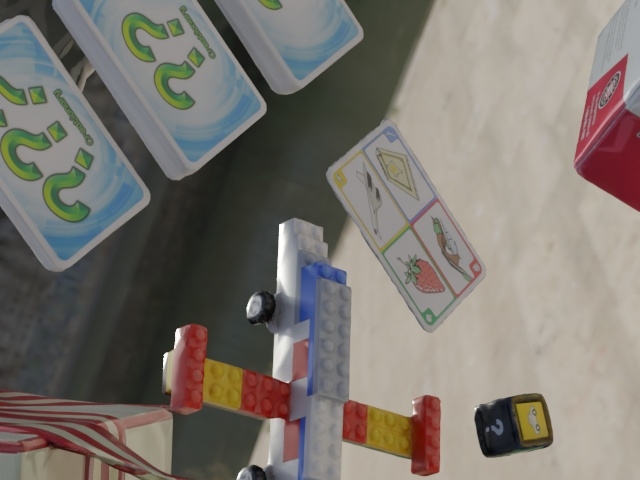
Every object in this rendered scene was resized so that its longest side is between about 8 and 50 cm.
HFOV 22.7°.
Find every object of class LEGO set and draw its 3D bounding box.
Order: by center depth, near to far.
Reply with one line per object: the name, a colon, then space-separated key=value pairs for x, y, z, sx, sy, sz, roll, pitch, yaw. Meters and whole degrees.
LEGO set: x=0.000 y=0.000 z=0.560 sx=0.060 sy=0.244 sz=0.182 roll=-22 pitch=14 yaw=46

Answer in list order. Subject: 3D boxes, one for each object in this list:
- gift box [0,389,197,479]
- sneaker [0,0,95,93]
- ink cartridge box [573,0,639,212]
gift box: x=-0.186 y=0.171 z=0.738 sx=0.255 sy=0.276 sz=0.258 roll=20 pitch=-108 yaw=-85
sneaker: x=-0.199 y=-0.193 z=0.606 sx=0.125 sy=0.341 sz=0.139 roll=-3 pitch=48 yaw=55
ink cartridge box: x=0.325 y=-0.178 z=1.154 sx=0.306 sy=0.131 sz=0.226 roll=-53 pitch=7 yaw=37
